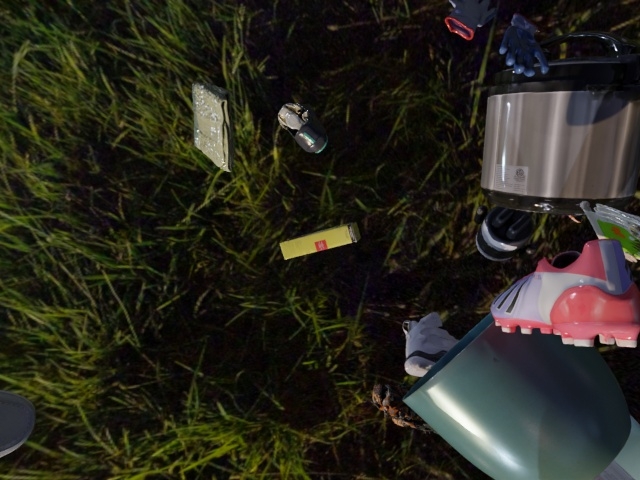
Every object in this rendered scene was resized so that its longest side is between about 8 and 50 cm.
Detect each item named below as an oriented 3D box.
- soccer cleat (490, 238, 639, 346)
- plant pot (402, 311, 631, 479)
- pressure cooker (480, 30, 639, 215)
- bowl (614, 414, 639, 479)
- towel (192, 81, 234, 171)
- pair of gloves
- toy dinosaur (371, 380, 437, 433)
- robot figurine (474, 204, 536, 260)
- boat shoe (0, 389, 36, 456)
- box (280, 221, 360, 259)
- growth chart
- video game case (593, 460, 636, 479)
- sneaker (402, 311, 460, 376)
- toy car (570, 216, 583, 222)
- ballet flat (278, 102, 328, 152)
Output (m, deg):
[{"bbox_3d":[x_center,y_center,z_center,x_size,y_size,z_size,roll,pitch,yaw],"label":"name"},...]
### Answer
[{"bbox_3d":[0.251,0.057,0.483,0.083,0.248,0.094,2,84,5],"label":"soccer cleat"},{"bbox_3d":[0.318,0.246,0.712,0.293,0.293,0.235,-46,72,9],"label":"plant pot"},{"bbox_3d":[0.607,-0.294,1.124,0.370,0.375,0.419,4,105,20],"label":"pressure cooker"},{"bbox_3d":[0.866,0.622,1.305,0.163,0.311,0.311,-36,65,8],"label":"bowl"},{"bbox_3d":[-0.156,-0.167,0.639,0.148,0.027,0.109,42,136,52],"label":"towel"},{"bbox_3d":[0.273,-0.328,0.696,0.198,0.023,0.159,31,54,-7],"label":"pair of gloves"},{"bbox_3d":[0.292,0.534,1.446,0.219,0.322,0.164,-15,65,31],"label":"toy dinosaur"},{"bbox_3d":[0.684,-0.031,1.671,0.174,0.278,0.208,-5,67,4],"label":"robot figurine"},{"bbox_3d":[-0.509,0.240,0.543,0.103,0.320,0.118,-4,71,33],"label":"boat shoe"},{"bbox_3d":[0.000,0.000,1.370,0.233,0.087,0.058,-14,95,15],"label":"box"},{"bbox_3d":[0.559,0.006,0.781,0.021,0.237,0.172,-41,108,5],"label":"growth chart"},{"bbox_3d":[0.446,0.450,0.797,0.207,0.227,0.026,-19,90,5],"label":"video game case"},{"bbox_3d":[0.476,0.376,1.637,0.367,0.137,0.210,0,53,-6],"label":"sneaker"},{"bbox_3d":[0.865,-0.078,1.475,0.040,0.122,0.060,152,125,-65],"label":"toy car"},{"bbox_3d":[-0.043,-0.233,0.871,0.074,0.074,0.203,-43,34,11],"label":"ballet flat"}]
